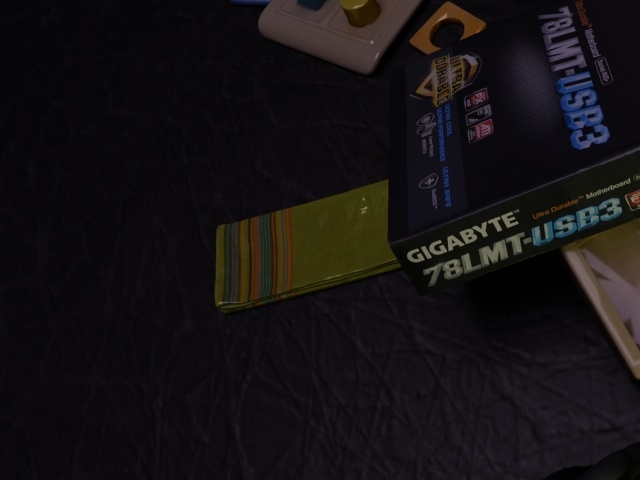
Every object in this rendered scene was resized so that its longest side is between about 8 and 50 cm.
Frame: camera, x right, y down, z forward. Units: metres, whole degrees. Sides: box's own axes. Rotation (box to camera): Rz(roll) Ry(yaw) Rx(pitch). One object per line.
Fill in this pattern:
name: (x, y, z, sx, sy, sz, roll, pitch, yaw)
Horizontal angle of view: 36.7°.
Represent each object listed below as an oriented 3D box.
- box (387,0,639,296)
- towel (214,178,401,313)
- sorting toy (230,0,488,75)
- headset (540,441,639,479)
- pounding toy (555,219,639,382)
box: (0.202, -0.112, 0.825, 0.293, 0.073, 0.296, -22, 32, 21)
towel: (0.000, 0.000, 0.973, 0.237, 0.021, 0.102, -16, 60, 18)
sorting toy: (0.038, -0.296, 1.089, 0.347, 0.047, 0.196, 27, 79, 33)
headset: (0.190, 0.251, 0.616, 0.394, 0.185, 0.243, -9, 57, -3)
pounding toy: (0.315, 0.049, 0.757, 0.181, 0.094, 0.206, -29, 74, 8)
